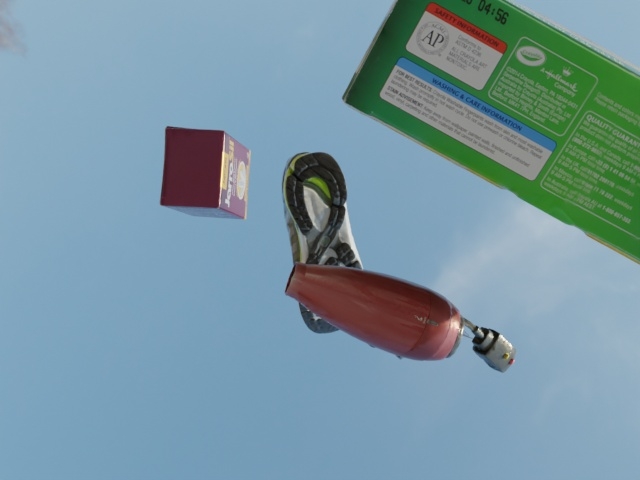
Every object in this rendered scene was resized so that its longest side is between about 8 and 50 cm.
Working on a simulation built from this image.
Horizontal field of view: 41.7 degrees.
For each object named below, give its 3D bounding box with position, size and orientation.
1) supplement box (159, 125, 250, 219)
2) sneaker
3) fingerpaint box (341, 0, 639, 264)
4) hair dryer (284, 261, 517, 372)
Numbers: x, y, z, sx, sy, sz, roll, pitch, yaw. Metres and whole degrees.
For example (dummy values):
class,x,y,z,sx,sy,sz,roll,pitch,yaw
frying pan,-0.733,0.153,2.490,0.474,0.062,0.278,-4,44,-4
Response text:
class,x,y,z,sx,sy,sz,roll,pitch,yaw
supplement box,-0.079,-0.046,0.591,0.043,0.083,0.055,4,-92,8
sneaker,0.000,0.000,1.290,0.111,0.300,0.121,-8,-161,-9
fingerpaint box,0.266,-0.145,0.945,0.163,0.444,0.371,-61,-177,18
hair dryer,0.065,0.099,0.945,0.223,0.293,0.080,-2,-117,39
